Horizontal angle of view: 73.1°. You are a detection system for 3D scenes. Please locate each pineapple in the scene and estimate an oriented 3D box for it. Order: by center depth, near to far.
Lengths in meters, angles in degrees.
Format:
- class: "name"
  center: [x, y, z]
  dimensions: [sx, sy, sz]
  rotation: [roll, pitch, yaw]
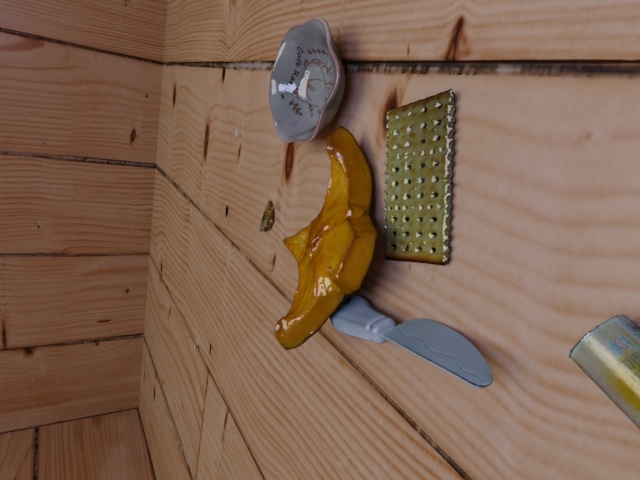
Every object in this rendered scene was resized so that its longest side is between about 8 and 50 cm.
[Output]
- class: "pineapple"
  center: [-0.129, -0.051, 1.045]
  dimensions: [0.045, 0.019, 0.083]
  rotation: [55, 131, 47]

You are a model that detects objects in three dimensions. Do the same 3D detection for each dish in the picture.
- class: "dish"
  center: [-0.011, -0.286, 0.805]
  dimensions: [0.229, 0.081, 0.230]
  rotation: [3, 93, 55]

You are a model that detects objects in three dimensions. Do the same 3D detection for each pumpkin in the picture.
- class: "pumpkin"
  center: [0.010, 0.003, 0.723]
  dimensions: [0.258, 0.095, 0.290]
  rotation: [-95, 28, -46]

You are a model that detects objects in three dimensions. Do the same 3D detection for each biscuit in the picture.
- class: "biscuit"
  center: [0.139, -0.083, 0.619]
  dimensions: [0.139, 0.016, 0.232]
  rotation: [4, 93, 58]

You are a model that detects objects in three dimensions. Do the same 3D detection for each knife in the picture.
- class: "knife"
  center: [0.117, 0.127, 0.599]
  dimensions: [0.331, 0.080, 0.044]
  rotation: [8, 118, 60]

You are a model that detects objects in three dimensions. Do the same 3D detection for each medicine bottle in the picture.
- class: "medicine bottle"
  center: [0.295, 0.155, 0.319]
  dimensions: [0.218, 0.073, 0.074]
  rotation: [58, 136, 43]
